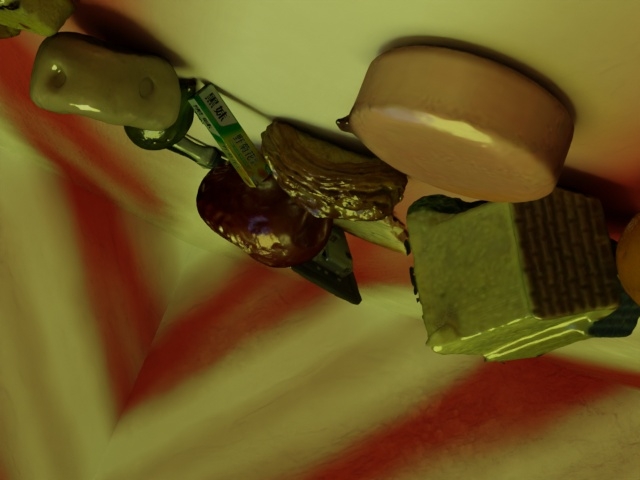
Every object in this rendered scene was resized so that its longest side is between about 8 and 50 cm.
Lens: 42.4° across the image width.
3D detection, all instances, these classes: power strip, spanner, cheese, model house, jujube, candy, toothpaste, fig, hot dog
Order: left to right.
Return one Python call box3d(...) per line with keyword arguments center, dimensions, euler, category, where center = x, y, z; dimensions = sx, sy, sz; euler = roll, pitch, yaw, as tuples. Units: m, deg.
box3d(center=(-0.317, -0.237, 1.238), dimensions=(0.218, 0.117, 0.235), euler=(10, -165, -18), category="cheese")
box3d(center=(-0.251, -0.216, 1.378), dimensions=(0.177, 0.117, 0.117), euler=(-15, 148, 40), category="fig")
box3d(center=(-0.270, -0.191, 1.774), dimensions=(0.325, 0.040, 0.095), euler=(25, 172, -12), category="spanner")
box3d(center=(-0.146, -0.167, 1.337), dimensions=(0.178, 0.043, 0.037), euler=(56, 159, -21), category="toothpaste")
box3d(center=(-0.115, -0.063, 1.639), dimensions=(0.223, 0.223, 0.318), euler=(29, 173, -40), category="jujube")
box3d(center=(0.001, -0.002, 1.889), dimensions=(0.257, 0.092, 0.251), euler=(30, -155, -41), category="power strip")
box3d(center=(0.008, -0.104, 1.361), dimensions=(0.259, 0.114, 0.175), euler=(19, 170, 14), category="hot dog")
box3d(center=(0.148, -0.127, 0.925), dimensions=(0.255, 0.094, 0.255), euler=(21, 171, 3), category="candy")
box3d(center=(0.313, 0.022, 1.156), dimensions=(0.321, 0.261, 0.266), euler=(7, 158, -42), category="model house")

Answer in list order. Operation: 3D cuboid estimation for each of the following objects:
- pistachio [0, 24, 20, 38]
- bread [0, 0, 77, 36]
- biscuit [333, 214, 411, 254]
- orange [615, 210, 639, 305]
box3d(center=(-0.601, -0.379, 1.404), dimensions=(0.173, 0.049, 0.089), euler=(27, 171, -30), category="pistachio")
box3d(center=(-0.529, -0.377, 1.141), dimensions=(0.361, 0.077, 0.138), euler=(20, 172, 13), category="bread")
box3d(center=(0.078, -0.050, 1.767), dimensions=(0.204, 0.040, 0.309), euler=(18, 170, 25), category="biscuit")
box3d(center=(0.431, 0.021, 0.941), dimensions=(0.177, 0.155, 0.177), euler=(24, 180, 0), category="orange")
